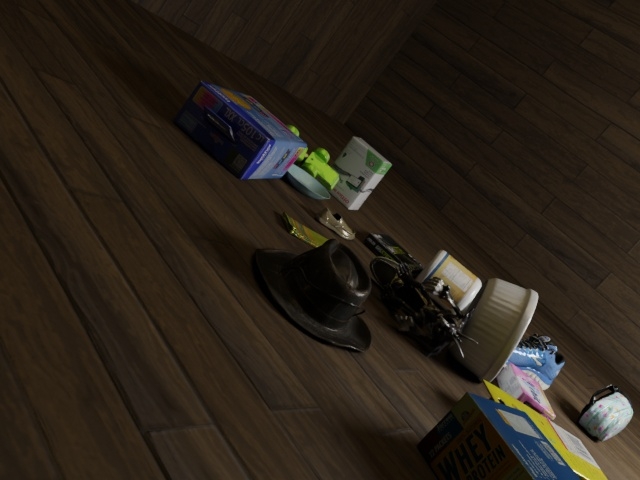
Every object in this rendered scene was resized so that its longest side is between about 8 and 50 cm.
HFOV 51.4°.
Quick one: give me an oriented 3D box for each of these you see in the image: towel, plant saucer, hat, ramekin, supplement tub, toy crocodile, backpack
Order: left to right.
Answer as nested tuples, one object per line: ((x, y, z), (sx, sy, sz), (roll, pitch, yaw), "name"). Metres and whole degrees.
((-0.079, -0.299, 2.348), (0.340, 0.105, 0.115), (36, 56, -10), "toy crocodile")
((-0.055, -0.186, 2.174), (0.195, 0.037, 0.195), (35, 15, -11), "plant saucer")
((0.000, 0.000, 1.784), (0.237, 0.021, 0.102), (30, 18, -30), "towel")
((0.015, 0.076, 1.381), (0.331, 0.134, 0.331), (34, 16, -11), "hat")
((0.409, 0.142, 2.078), (0.199, 0.144, 0.144), (40, 15, 7), "supplement tub")
((0.435, 0.220, 1.706), (0.127, 0.273, 0.273), (29, 13, 9), "ramekin")
((0.860, 0.528, 2.003), (0.182, 0.152, 0.115), (2, 28, -47), "backpack")

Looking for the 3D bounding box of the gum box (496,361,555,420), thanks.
((0.536, 0.409, 1.742), (0.107, 0.062, 0.188), (37, 15, -5), "gum box")

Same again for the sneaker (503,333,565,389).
((0.619, 0.330, 2.008), (0.330, 0.147, 0.130), (28, 18, -33), "sneaker")

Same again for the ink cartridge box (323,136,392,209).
((0.125, -0.241, 2.411), (0.160, 0.219, 0.092), (42, 19, 18), "ink cartridge box")

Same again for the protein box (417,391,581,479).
((0.314, 0.392, 1.131), (0.201, 0.136, 0.200), (26, 20, -40), "protein box")

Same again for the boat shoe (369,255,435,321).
((0.219, 0.129, 1.795), (0.228, 0.081, 0.068), (43, 11, 9), "boat shoe")

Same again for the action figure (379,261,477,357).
((0.256, 0.172, 1.626), (0.141, 0.164, 0.275), (41, 0, -44), "action figure")

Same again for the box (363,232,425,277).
((0.245, 0.050, 2.162), (0.184, 0.045, 0.190), (46, 16, 19), "box")

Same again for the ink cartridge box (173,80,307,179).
((-0.234, -0.311, 1.922), (0.270, 0.151, 0.395), (41, 17, 9), "ink cartridge box")

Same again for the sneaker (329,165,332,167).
((0.082, -0.234, 2.584), (0.094, 0.090, 0.235), (21, 15, -13), "sneaker")

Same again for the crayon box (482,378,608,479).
((0.471, 0.449, 1.435), (0.318, 0.081, 0.202), (34, 15, -18), "crayon box")

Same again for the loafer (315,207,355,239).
((0.054, -0.050, 1.999), (0.148, 0.050, 0.056), (29, 18, -32), "loafer")
